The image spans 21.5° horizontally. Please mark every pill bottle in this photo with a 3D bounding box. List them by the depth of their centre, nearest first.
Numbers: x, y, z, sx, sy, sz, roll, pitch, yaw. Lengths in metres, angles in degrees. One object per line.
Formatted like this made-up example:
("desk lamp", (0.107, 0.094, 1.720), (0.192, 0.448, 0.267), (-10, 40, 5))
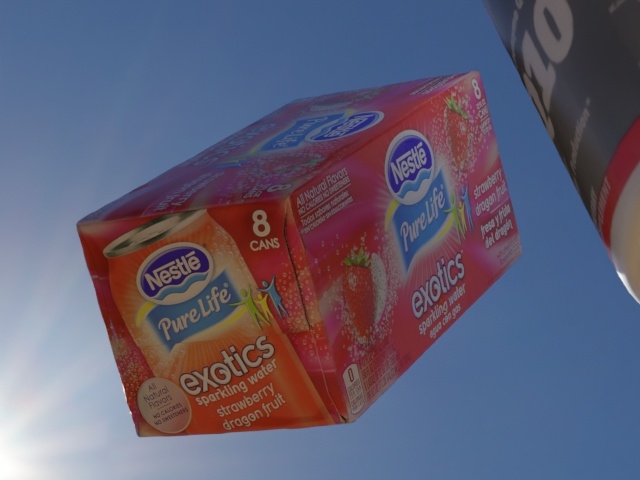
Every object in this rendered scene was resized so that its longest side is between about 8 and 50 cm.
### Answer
("pill bottle", (0.161, -0.110, 0.757), (0.161, 0.283, 0.161), (-10, -42, -10))

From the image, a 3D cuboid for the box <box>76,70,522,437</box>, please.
("box", (0.000, 0.000, 0.913), (0.128, 0.257, 0.122), (-6, -75, 29))
